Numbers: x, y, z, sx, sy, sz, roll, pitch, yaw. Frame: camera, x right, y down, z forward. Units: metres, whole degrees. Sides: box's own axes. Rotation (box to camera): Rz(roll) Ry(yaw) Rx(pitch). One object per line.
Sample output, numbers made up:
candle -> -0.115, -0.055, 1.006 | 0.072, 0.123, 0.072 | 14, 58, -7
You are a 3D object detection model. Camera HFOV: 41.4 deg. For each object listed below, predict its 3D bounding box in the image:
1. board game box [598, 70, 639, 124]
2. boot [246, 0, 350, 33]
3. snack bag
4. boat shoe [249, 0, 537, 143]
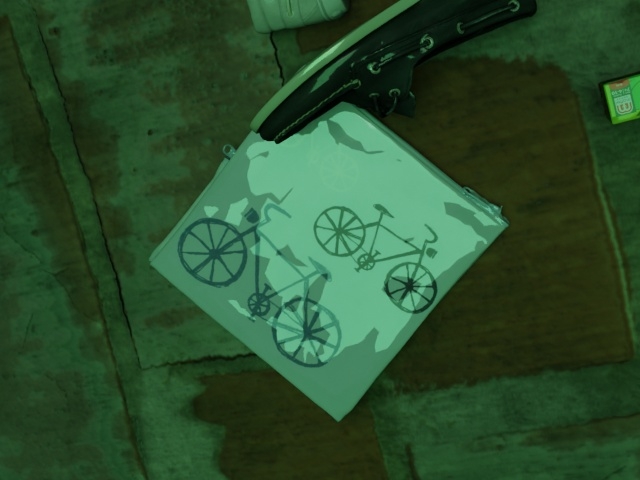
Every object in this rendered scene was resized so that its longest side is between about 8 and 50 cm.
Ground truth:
board game box -> 0.383, -0.166, 0.864 | 0.181, 0.092, 0.043 | -14, 97, 17
boot -> -0.059, -0.361, 0.937 | 0.123, 0.095, 0.258 | -11, 103, 16
snack bag -> 0.000, 0.000, 1.032 | 0.323, 0.037, 0.342 | 39, 105, 4
boat shoe -> 0.084, -0.190, 0.918 | 0.340, 0.127, 0.113 | -36, 95, 1
